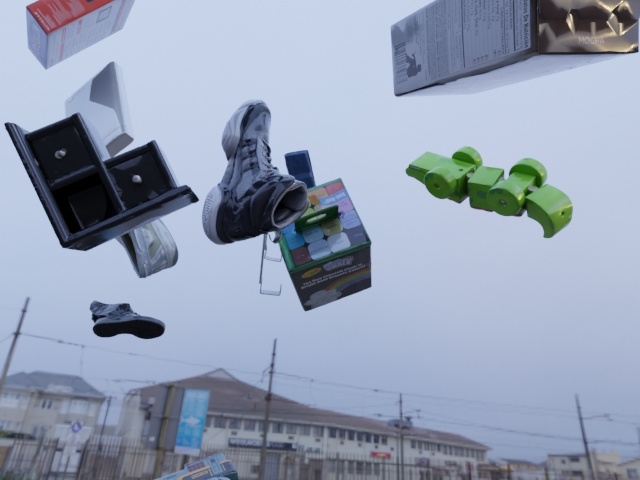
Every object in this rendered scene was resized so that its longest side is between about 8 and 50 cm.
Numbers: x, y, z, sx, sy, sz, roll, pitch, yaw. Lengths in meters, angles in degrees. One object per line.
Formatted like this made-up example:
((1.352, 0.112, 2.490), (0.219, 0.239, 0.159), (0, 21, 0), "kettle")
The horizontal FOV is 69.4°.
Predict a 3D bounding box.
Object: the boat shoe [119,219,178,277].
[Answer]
((-0.459, -0.057, 1.081), (0.103, 0.320, 0.118), (-30, -7, -45), "boat shoe")

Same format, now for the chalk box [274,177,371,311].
((0.000, 0.000, 1.003), (0.180, 0.179, 0.289), (-19, -30, -5), "chalk box")

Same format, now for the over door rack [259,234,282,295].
((-0.169, -0.040, 1.249), (0.108, 0.239, 0.324), (-5, -67, -1), "over door rack")

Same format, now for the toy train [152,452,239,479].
((-0.310, 0.562, 0.951), (0.334, 0.142, 0.190), (-10, 7, -25), "toy train")

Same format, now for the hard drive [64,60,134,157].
((-0.690, -0.373, 1.425), (0.233, 0.353, 0.047), (-32, -34, 14), "hard drive")

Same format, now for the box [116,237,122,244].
((-0.733, -0.066, 1.618), (0.063, 0.067, 0.324), (33, -20, 25), "box")

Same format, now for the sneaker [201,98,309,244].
((-0.087, -0.113, 0.764), (0.153, 0.268, 0.101), (5, -20, 21), "sneaker")

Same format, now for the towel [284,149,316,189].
((-0.053, -0.182, 1.228), (0.067, 0.029, 0.119), (-6, -56, 11), "towel")

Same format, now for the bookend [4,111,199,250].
((-0.255, -0.090, 0.560), (0.157, 0.156, 0.072), (-25, -1, -9), "bookend")

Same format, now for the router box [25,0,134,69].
((-0.720, -0.667, 1.394), (0.335, 0.301, 0.082), (2, -49, 58), "router box")

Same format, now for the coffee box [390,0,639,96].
((0.248, -0.286, 0.649), (0.168, 0.118, 0.297), (-9, 10, -22), "coffee box")

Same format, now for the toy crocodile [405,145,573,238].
((0.320, -0.105, 0.915), (0.340, 0.115, 0.105), (24, -36, 39), "toy crocodile")

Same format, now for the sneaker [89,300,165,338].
((-0.405, 0.162, 0.969), (0.170, 0.089, 0.051), (0, -65, -4), "sneaker")
